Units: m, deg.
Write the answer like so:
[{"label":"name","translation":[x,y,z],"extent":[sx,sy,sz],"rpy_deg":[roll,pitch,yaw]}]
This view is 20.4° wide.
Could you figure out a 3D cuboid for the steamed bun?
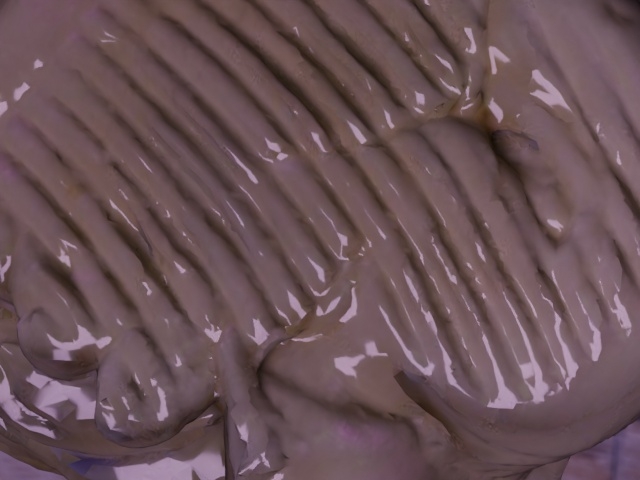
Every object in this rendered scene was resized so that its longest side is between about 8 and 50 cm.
[{"label":"steamed bun","translation":[0.000,0.000,0.841],"extent":[0.339,0.247,0.352],"rpy_deg":[42,85,14]}]
